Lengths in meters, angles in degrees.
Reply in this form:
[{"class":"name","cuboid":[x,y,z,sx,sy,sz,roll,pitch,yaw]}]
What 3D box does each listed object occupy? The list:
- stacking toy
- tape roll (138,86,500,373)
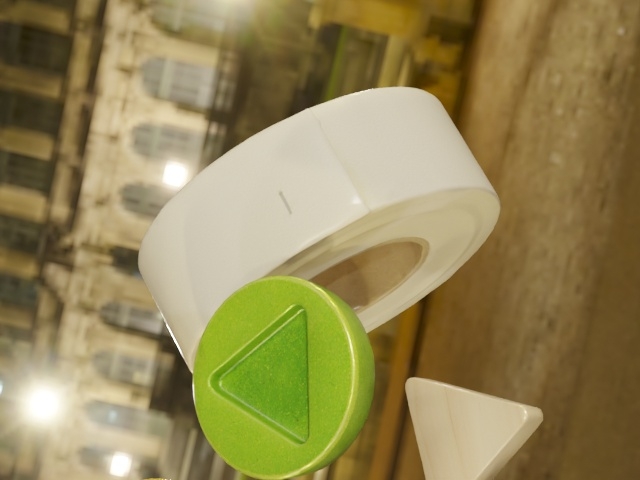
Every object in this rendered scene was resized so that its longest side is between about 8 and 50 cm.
[{"class":"stacking toy","cuboid":[0.021,0.185,1.019,0.130,0.309,0.279,14,-81,-55]},{"class":"tape roll","cuboid":[0.000,0.000,1.255,0.100,0.286,0.286,62,161,20]}]
